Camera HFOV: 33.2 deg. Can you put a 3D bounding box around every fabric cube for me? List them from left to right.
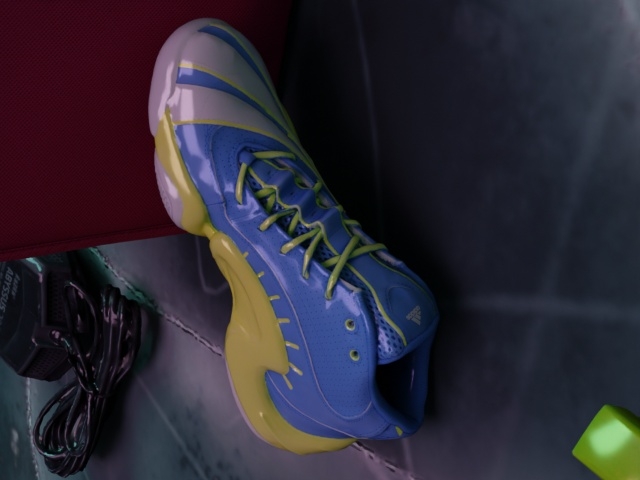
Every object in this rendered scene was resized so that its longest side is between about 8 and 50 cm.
[{"bbox_3d":[-0.183,-0.157,0.594,0.259,0.254,0.258,33,121,40],"label":"fabric cube"}]

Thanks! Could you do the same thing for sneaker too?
[{"bbox_3d":[0.000,0.000,0.543,0.126,0.091,0.240,0,116,39],"label":"sneaker"}]

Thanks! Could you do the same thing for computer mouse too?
[{"bbox_3d":[-0.234,0.037,0.844,0.272,0.072,0.188,42,126,21],"label":"computer mouse"}]

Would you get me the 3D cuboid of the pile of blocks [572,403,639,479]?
[{"bbox_3d":[0.112,0.145,0.397,0.113,0.149,0.362,38,126,37],"label":"pile of blocks"}]
